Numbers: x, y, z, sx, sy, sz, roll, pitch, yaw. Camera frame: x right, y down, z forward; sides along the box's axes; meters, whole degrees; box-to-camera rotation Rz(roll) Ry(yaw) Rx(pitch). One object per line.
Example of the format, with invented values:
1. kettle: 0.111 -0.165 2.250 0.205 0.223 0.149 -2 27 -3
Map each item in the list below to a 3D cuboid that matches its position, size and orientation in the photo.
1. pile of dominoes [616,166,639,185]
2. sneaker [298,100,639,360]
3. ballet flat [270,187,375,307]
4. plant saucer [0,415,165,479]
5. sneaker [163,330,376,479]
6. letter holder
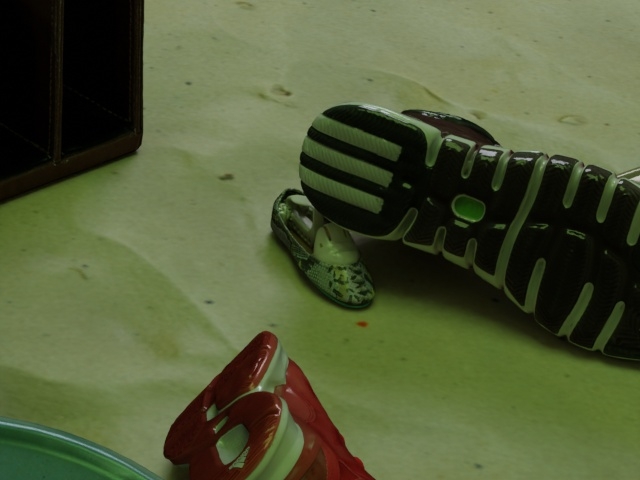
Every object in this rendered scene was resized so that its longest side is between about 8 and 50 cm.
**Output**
1. pile of dominoes: 0.347 -0.015 1.370 0.251 0.040 0.196 -19 38 -21
2. sneaker: 0.135 -0.023 1.272 0.281 0.106 0.162 27 15 9
3. ballet flat: 0.000 0.000 1.264 0.041 0.041 0.114 -11 35 -25
4. plant saucer: -0.141 0.180 0.856 0.317 0.044 0.317 15 36 -11
5. sneaker: -0.008 0.129 1.034 0.128 0.087 0.221 44 8 -10
6. letter holder: -0.273 -0.192 1.371 0.302 0.214 0.152 30 39 35
